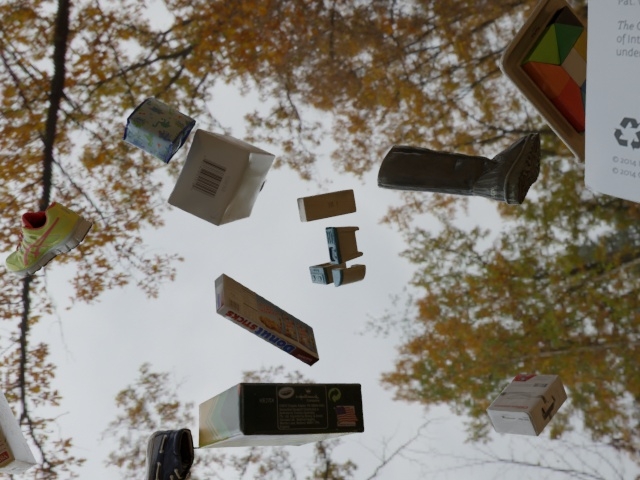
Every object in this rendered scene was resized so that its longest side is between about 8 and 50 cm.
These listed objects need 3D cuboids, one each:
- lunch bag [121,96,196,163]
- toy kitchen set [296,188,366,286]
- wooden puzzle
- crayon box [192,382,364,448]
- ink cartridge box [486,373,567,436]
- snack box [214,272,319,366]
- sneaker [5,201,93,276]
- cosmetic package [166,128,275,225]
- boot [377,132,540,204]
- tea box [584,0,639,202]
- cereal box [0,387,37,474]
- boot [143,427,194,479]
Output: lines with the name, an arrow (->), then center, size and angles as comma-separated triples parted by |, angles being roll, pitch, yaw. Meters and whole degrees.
lunch bag -> -0.388, -0.277, 1.642 | 0.129, 0.096, 0.151 | 29, -134, -6
toy kitchen set -> 0.000, 0.000, 1.509 | 0.122, 0.166, 0.207 | -11, -85, -24
wooden puzzle -> 0.419, -0.283, 1.129 | 0.238, 0.044, 0.221 | 46, -117, -18
crayon box -> -0.086, 0.302, 1.143 | 0.202, 0.318, 0.081 | 5, -112, -24
ink cartridge box -> 0.407, 0.322, 1.332 | 0.135, 0.099, 0.056 | -31, -77, -39
snack box -> -0.072, 0.111, 0.934 | 0.178, 0.022, 0.064 | 36, -156, -33
sneaker -> -0.508, -0.010, 1.217 | 0.094, 0.208, 0.081 | 47, -151, -29
cosmetic package -> -0.259, -0.174, 1.863 | 0.385, 0.156, 0.217 | -46, -19, -84
boot -> 0.212, -0.114, 1.012 | 0.189, 0.208, 0.076 | -40, -53, -50
tea box -> 0.354, -0.128, 0.295 | 0.323, 0.329, 0.220 | -21, -63, -25
cereal box -> -0.635, 0.333, 1.302 | 0.047, 0.173, 0.240 | -30, -103, -18
boot -> -0.277, 0.442, 1.241 | 0.069, 0.086, 0.190 | 20, -121, -50
